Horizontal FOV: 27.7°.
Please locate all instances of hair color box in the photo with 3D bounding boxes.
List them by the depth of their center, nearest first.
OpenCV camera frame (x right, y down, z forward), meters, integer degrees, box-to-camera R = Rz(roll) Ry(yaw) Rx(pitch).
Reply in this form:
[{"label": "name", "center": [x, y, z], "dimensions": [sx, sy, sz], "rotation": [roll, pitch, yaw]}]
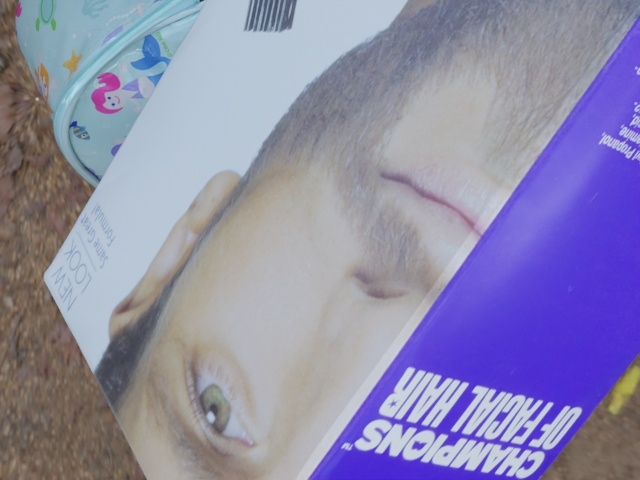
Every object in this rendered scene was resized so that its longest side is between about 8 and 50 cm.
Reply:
[{"label": "hair color box", "center": [0.049, -0.055, 0.443], "dimensions": [0.110, 0.185, 0.339], "rotation": [15, 115, -40]}]

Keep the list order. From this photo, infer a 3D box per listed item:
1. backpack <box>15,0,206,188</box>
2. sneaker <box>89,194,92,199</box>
[{"label": "backpack", "center": [-0.041, -0.115, 0.771], "dimensions": [0.253, 0.225, 0.191], "rotation": [-27, 64, 9]}, {"label": "sneaker", "center": [-0.247, -0.038, 1.832], "dimensions": [0.093, 0.225, 0.088], "rotation": [-27, 86, 3]}]
